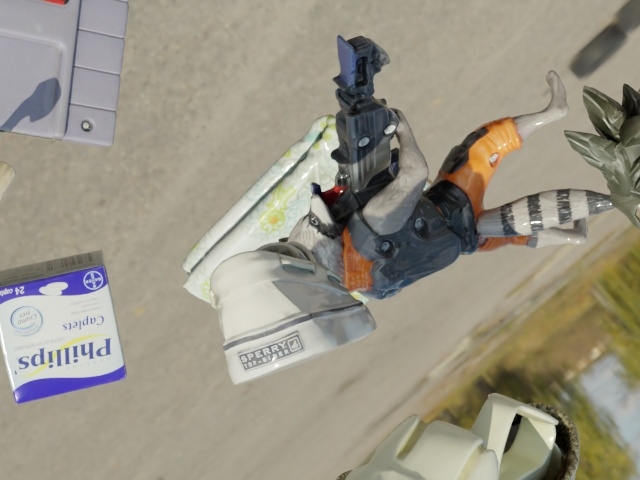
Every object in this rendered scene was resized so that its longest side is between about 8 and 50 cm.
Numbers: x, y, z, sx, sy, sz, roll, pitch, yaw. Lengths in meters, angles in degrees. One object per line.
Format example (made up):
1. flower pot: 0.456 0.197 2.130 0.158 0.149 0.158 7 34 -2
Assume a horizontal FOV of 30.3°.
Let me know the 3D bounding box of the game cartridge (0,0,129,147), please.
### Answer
1. game cartridge: -0.345 -0.223 1.090 0.355 0.230 0.068 6 -176 -36

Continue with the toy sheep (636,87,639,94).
1. toy sheep: 0.329 -0.115 1.071 0.091 0.091 0.132 -33 -177 -32

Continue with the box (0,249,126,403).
1. box: -0.287 0.094 1.298 0.126 0.137 0.072 -12 -162 -11

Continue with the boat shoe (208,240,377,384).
1. boat shoe: -0.026 0.045 0.845 0.096 0.088 0.267 -22 175 11

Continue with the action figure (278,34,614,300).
1. action figure: 0.114 -0.054 1.207 0.330 0.178 0.341 -22 137 -5

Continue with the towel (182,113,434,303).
1. towel: 0.000 0.000 1.908 0.374 0.090 0.321 -45 135 18

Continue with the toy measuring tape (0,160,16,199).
1. toy measuring tape: -0.346 0.003 1.144 0.121 0.121 0.330 -30 -172 -41

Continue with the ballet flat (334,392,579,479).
1. ballet flat: 0.107 0.212 0.977 0.483 0.164 0.182 -6 125 -62

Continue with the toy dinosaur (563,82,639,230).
1. toy dinosaur: 0.263 -0.051 0.624 0.164 0.321 0.218 -2 -173 -26
